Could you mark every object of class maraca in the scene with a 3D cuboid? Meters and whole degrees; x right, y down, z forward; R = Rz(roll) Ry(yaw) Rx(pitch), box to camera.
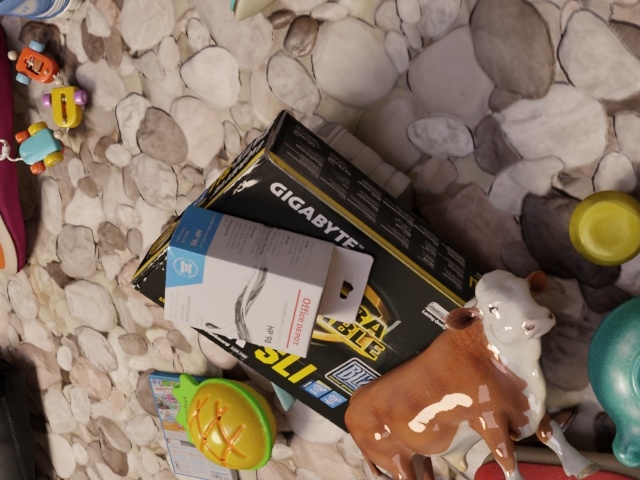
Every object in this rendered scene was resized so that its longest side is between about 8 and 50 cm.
[{"bbox_3d":[-0.132,0.239,1.086,0.185,0.099,0.127,8,107,39],"label":"maraca"}]

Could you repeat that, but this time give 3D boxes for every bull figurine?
[{"bbox_3d":[0.138,0.159,0.762,0.310,0.101,0.188,-44,66,48],"label":"bull figurine"}]

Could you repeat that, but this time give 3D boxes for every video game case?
[{"bbox_3d":[-0.185,0.272,1.187,0.119,0.015,0.166,0,109,35],"label":"video game case"}]

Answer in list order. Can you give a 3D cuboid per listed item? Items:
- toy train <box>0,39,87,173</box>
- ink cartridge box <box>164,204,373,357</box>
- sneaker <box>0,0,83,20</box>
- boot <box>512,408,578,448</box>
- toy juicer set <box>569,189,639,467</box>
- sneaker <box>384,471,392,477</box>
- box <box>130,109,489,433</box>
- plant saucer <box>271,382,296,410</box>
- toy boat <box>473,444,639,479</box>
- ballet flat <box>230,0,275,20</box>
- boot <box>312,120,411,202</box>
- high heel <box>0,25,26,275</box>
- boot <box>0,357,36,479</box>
[{"bbox_3d":[-0.373,-0.174,1.093,0.125,0.046,0.166,24,98,11],"label":"toy train"},{"bbox_3d":[-0.050,0.044,0.763,0.180,0.060,0.104,15,133,2],"label":"ink cartridge box"},{"bbox_3d":[-0.334,-0.404,0.922,0.129,0.147,0.330,28,122,22],"label":"sneaker"},{"bbox_3d":[0.203,0.175,0.874,0.114,0.037,0.106,47,129,14],"label":"boot"},{"bbox_3d":[0.341,0.110,0.707,0.209,0.089,0.329,-7,90,18],"label":"toy juicer set"},{"bbox_3d":[0.131,0.391,0.953,0.091,0.126,0.240,-39,86,38],"label":"sneaker"},{"bbox_3d":[0.002,0.054,0.851,0.322,0.079,0.257,38,132,-18],"label":"box"},{"bbox_3d":[-0.070,0.115,1.017,0.018,0.067,0.192,-23,96,14],"label":"plant saucer"},{"bbox_3d":[0.255,0.299,0.797,0.231,0.151,0.151,-4,132,36],"label":"toy boat"},{"bbox_3d":[-0.016,-0.315,0.794,0.086,0.086,0.248,36,124,16],"label":"ballet flat"},{"bbox_3d":[0.000,0.000,0.902,0.123,0.095,0.258,36,131,7],"label":"boot"},{"bbox_3d":[-0.467,-0.119,1.192,0.127,0.181,0.377,18,139,12],"label":"high heel"},{"bbox_3d":[-0.652,0.399,1.465,0.366,0.146,0.445,5,116,22],"label":"boot"}]
